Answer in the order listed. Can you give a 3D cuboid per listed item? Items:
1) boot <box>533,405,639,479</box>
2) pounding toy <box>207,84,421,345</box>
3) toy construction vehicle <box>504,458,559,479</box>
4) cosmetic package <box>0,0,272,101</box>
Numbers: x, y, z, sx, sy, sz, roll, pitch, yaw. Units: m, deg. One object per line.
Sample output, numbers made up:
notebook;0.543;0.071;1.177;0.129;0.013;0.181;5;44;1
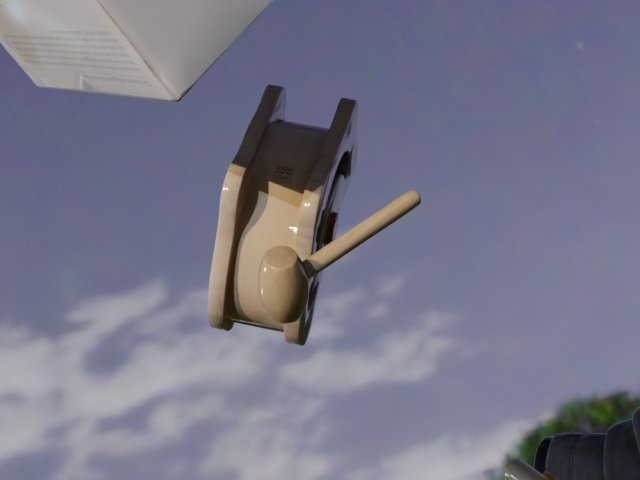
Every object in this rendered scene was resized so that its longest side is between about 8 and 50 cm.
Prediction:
boot;0.208;0.094;0.946;0.222;0.338;0.118;-23;-18;40
pounding toy;0.000;0.000;1.338;0.154;0.269;0.154;11;-51;7
toy construction vehicle;0.129;0.157;0.845;0.035;0.086;0.098;-25;-59;-25
cosmetic package;-0.175;-0.226;1.168;0.224;0.138;0.225;13;-35;55
